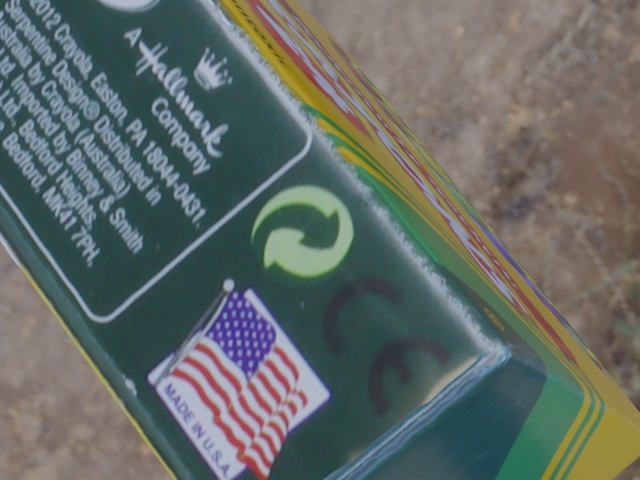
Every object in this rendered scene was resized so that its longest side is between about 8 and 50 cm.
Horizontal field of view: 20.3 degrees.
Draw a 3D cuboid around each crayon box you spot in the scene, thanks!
[{"bbox_3d":[0.000,0.000,0.553,0.081,0.202,0.318,-40,162,6],"label":"crayon box"}]
